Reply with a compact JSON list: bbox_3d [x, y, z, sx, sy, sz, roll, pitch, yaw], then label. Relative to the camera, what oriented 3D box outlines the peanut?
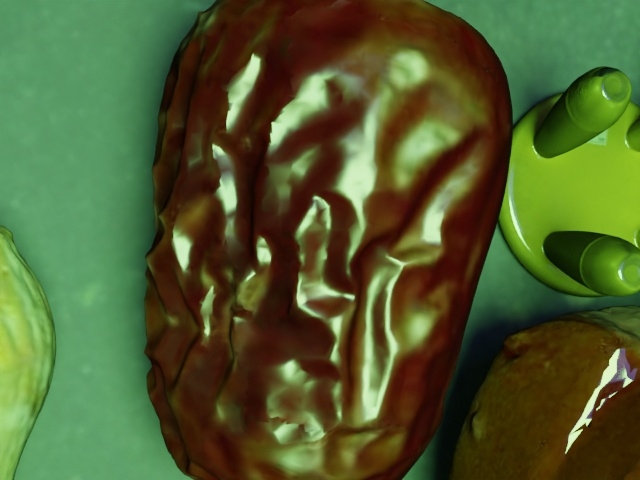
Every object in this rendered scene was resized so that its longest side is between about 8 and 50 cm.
[{"bbox_3d":[-0.162,0.090,0.467,0.087,0.087,0.206,8,87,-15],"label":"peanut"}]

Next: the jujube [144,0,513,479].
[{"bbox_3d":[0.000,0.000,0.484,0.155,0.155,0.230,8,87,-15],"label":"jujube"}]

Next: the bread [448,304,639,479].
[{"bbox_3d":[0.222,0.161,0.522,0.328,0.114,0.295,-8,109,-16],"label":"bread"}]

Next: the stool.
[{"bbox_3d":[0.157,-0.028,0.547,0.135,0.110,0.134,41,79,-9],"label":"stool"}]
